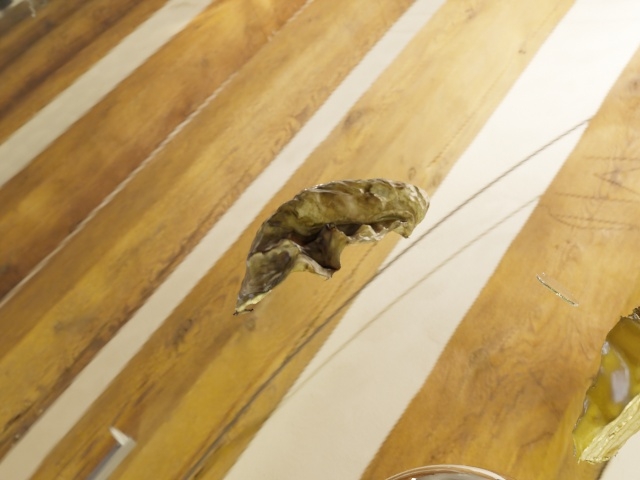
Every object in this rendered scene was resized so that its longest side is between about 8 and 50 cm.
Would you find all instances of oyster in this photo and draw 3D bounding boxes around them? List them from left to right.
[{"bbox_3d":[0.004,-0.005,0.779,0.166,0.094,0.294,-10,-168,25],"label":"oyster"}]

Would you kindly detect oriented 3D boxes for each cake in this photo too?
[{"bbox_3d":[0.328,0.161,0.847,0.079,0.185,0.116,0,-132,-23],"label":"cake"}]

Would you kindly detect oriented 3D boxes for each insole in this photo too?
[{"bbox_3d":[0.320,0.064,1.012,0.065,0.193,0.006,37,-79,13],"label":"insole"}]

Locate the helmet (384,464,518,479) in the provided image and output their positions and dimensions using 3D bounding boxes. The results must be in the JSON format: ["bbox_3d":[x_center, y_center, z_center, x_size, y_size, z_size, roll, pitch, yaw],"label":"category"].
[{"bbox_3d":[0.118,0.283,0.659,0.278,0.161,0.230,-20,178,21],"label":"helmet"}]
